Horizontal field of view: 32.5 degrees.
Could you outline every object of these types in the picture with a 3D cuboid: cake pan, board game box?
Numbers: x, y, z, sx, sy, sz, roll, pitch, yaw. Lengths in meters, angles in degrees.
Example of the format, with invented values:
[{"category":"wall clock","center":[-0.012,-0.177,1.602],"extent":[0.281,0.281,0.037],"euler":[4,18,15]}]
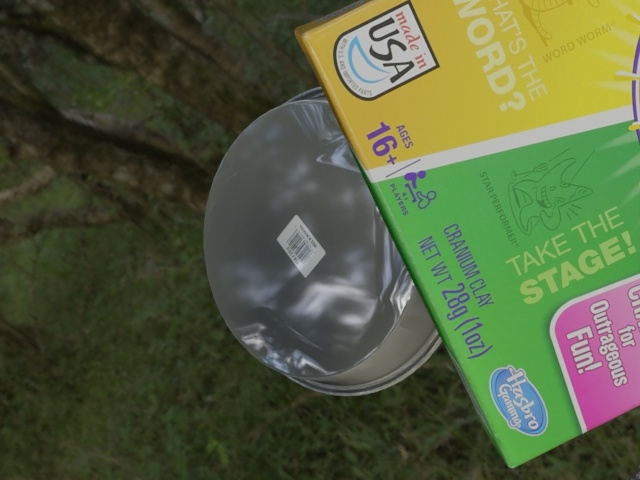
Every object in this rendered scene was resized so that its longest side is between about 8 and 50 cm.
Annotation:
[{"category":"cake pan","center":[0.000,0.000,1.013],"extent":[0.293,0.054,0.293],"euler":[1,92,38]},{"category":"board game box","center":[0.180,-0.065,0.547],"extent":[0.316,0.242,0.064],"euler":[-27,13,1]}]

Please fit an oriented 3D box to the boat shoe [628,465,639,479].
[{"category":"boat shoe","center":[0.463,0.375,1.365],"extent":[0.073,0.224,0.080],"euler":[-34,-9,-21]}]
